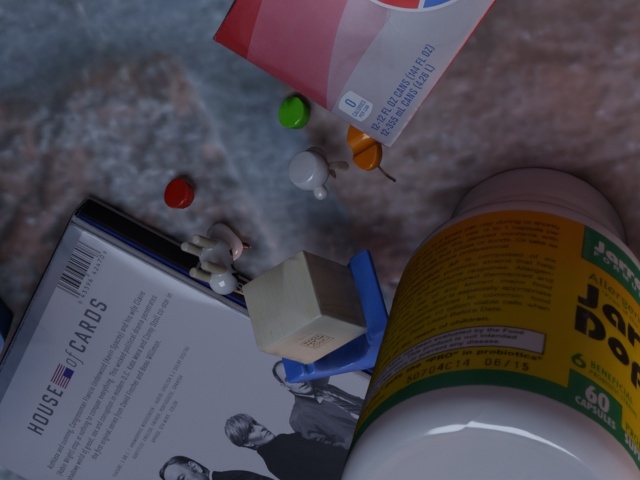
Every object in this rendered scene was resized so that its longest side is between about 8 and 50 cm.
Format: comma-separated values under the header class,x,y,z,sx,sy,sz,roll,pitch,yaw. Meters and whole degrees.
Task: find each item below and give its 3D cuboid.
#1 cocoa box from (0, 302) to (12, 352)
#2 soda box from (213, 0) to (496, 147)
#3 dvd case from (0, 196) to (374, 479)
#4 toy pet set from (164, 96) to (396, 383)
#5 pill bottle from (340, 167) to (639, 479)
class,x,y,z,sx,sy,sz,roll,pitch,yaw
cocoa box,-0.363,0.095,0.694,0.347,0.231,0.228,-30,115,15
soda box,0.063,-0.168,0.559,0.092,0.083,0.263,31,123,-6
dvd case,-0.054,0.102,0.781,0.239,0.029,0.179,29,123,-4
toy pet set,0.000,0.000,0.692,0.122,0.114,0.065,-31,150,28
pill bottle,0.082,0.056,0.614,0.118,0.208,0.117,6,121,10
